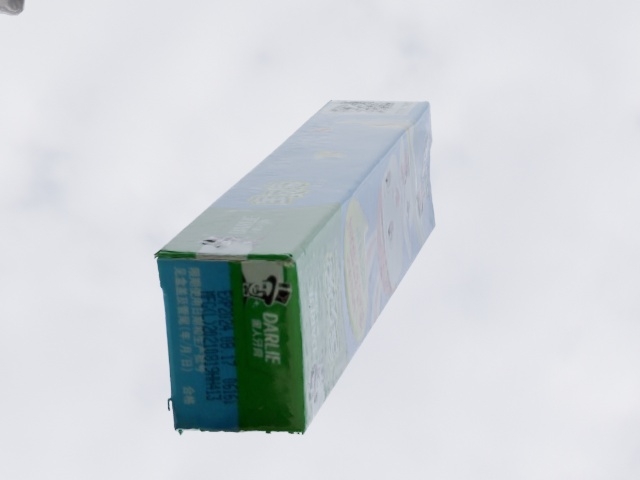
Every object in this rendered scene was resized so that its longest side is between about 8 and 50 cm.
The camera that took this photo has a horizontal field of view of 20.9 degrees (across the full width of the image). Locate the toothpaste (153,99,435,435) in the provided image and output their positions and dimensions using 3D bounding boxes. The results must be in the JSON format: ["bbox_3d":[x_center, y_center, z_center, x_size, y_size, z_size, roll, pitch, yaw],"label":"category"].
[{"bbox_3d":[0.000,0.000,0.685,0.050,0.267,0.065,2,-74,13],"label":"toothpaste"}]

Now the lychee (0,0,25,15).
[{"bbox_3d":[-0.254,-0.268,0.828,0.380,0.380,0.432,26,-128,13],"label":"lychee"}]
